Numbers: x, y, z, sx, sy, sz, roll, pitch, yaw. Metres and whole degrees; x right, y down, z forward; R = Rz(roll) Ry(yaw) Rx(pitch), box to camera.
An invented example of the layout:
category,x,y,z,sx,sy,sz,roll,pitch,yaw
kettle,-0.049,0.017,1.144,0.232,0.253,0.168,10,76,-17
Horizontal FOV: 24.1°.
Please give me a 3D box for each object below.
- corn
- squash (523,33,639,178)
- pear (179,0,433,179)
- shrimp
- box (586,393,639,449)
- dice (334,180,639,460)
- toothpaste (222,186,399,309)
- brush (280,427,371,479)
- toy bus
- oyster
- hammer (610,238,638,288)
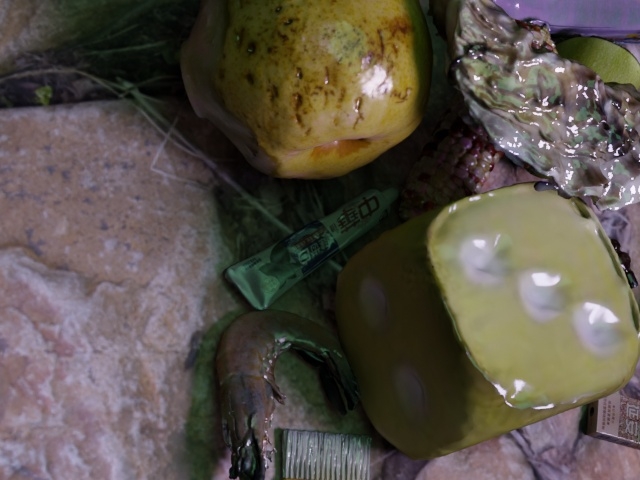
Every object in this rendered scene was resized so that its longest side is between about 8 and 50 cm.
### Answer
category,x,y,z,sx,sy,sz,roll,pitch,yaw
corn,0.178,-0.132,1.701,0.092,0.092,0.280,37,75,-10
squash,0.294,-0.149,1.771,0.123,0.123,0.186,40,60,-8
pear,-0.009,-0.199,1.565,0.271,0.271,0.271,9,69,-23
shrimp,-0.035,0.171,1.529,0.152,0.046,0.219,11,56,-15
box,0.347,0.207,1.723,0.083,0.024,0.053,15,66,-19
dice,0.170,0.086,1.563,0.238,0.227,0.233,-14,78,-30
toothpaste,0.000,0.000,1.623,0.233,0.038,0.060,-33,77,-29
brush,0.007,0.329,1.523,0.103,0.013,0.272,7,70,-23
toy bus,0.301,-0.310,1.843,0.317,0.112,0.138,-3,84,-26
oyster,0.233,-0.156,1.553,0.351,0.115,0.238,37,24,-26
hammer,0.300,0.057,1.756,0.178,0.021,0.065,-25,85,-30
